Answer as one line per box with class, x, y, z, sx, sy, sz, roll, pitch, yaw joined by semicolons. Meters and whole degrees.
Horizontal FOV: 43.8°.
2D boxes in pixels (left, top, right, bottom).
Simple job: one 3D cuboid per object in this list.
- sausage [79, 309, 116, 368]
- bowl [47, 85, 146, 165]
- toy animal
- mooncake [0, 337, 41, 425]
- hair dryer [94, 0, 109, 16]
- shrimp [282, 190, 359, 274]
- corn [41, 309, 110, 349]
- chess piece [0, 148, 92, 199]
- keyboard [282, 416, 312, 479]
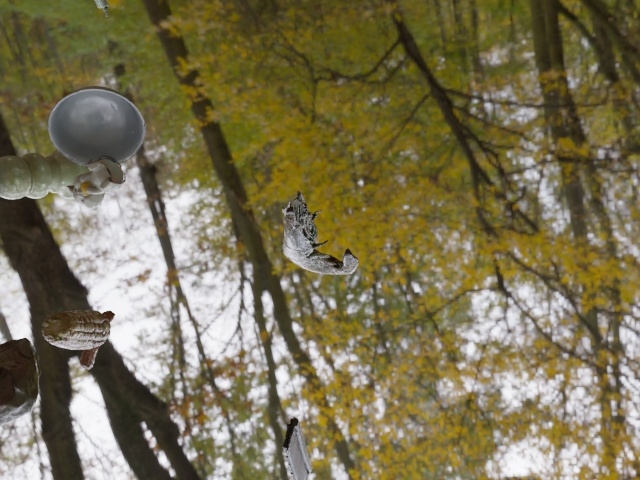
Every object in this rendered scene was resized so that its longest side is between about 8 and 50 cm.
sausage;-0.562;0.247;1.999;0.036;0.042;0.157;19;-104;14
bowl;-0.448;-0.247;1.603;0.189;0.189;0.086;-12;-135;-2
toy animal;-0.423;-0.102;1.478;0.124;0.071;0.085;-36;-170;22
mooncake;-0.447;0.200;1.086;0.125;0.073;0.130;-31;-144;-3
hair dryer;-0.360;-0.400;1.225;0.063;0.124;0.038;-26;-137;-7
shrimp;0.000;0.000;1.610;0.169;0.296;0.058;15;-116;8
corn;-0.436;0.159;1.424;0.080;0.079;0.237;-13;174;-3
chess piece;-0.641;-0.150;1.833;0.133;0.133;0.243;6;-168;36
keyboard;-0.047;0.426;1.551;0.023;0.231;0.072;7;-128;13
